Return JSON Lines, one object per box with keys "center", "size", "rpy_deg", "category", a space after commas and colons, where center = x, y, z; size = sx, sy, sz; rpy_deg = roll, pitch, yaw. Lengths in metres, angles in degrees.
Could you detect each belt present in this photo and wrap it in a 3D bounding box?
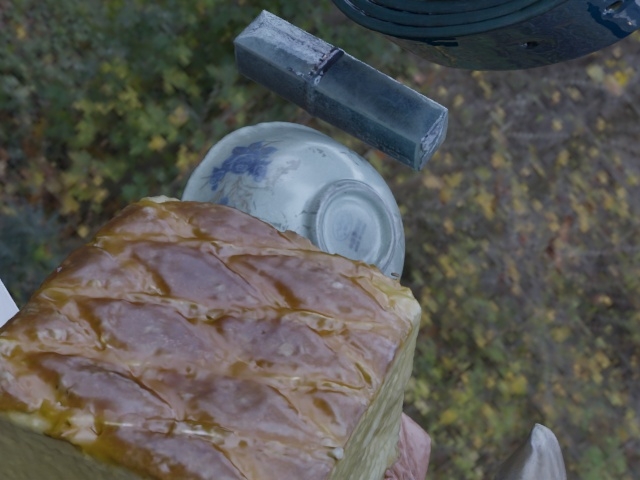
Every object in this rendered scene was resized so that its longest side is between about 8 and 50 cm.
{"center": [0.199, -0.353, 1.362], "size": [0.437, 0.300, 0.173], "rpy_deg": [4, -7, 37], "category": "belt"}

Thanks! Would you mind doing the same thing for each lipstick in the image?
{"center": [0.026, -0.189, 1.535], "size": [0.290, 0.076, 0.077], "rpy_deg": [32, -26, 19], "category": "lipstick"}

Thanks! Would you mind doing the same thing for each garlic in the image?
{"center": [0.252, 0.389, 1.617], "size": [0.112, 0.318, 0.143], "rpy_deg": [25, 33, 3], "category": "garlic"}

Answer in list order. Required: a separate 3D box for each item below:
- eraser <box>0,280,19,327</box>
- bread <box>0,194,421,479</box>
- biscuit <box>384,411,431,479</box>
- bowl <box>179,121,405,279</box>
{"center": [-0.420, 0.139, 1.588], "size": [0.078, 0.076, 0.298], "rpy_deg": [-8, -67, 57], "category": "eraser"}
{"center": [-0.089, 0.134, 0.920], "size": [0.279, 0.207, 0.279], "rpy_deg": [20, 39, 19], "category": "bread"}
{"center": [0.055, 0.299, 1.728], "size": [0.306, 0.043, 0.283], "rpy_deg": [-2, 61, -44], "category": "biscuit"}
{"center": [0.000, 0.000, 1.400], "size": [0.313, 0.313, 0.146], "rpy_deg": [45, -29, -18], "category": "bowl"}
